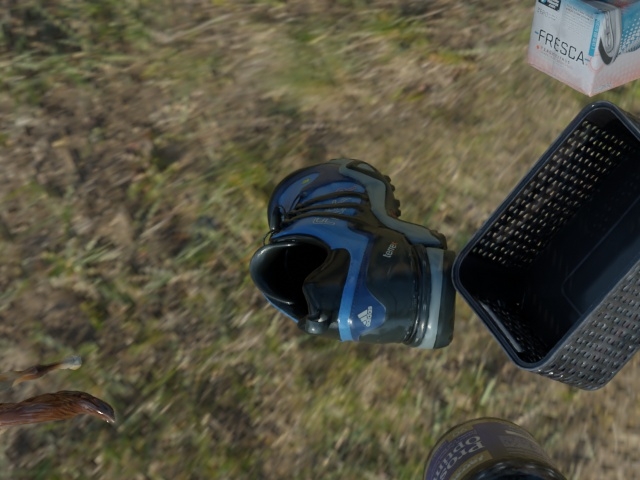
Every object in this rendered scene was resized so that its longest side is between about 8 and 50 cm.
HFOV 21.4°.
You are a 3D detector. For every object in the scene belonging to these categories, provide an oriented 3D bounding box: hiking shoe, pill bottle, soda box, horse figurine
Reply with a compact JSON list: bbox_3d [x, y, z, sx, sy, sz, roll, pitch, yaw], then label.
[{"bbox_3d":[0.000,0.000,1.370,0.132,0.304,0.113,0,104,-21],"label":"hiking shoe"},{"bbox_3d":[0.163,0.238,1.494,0.123,0.219,0.122,-1,97,-4],"label":"pill bottle"},{"bbox_3d":[0.221,-0.154,1.122,0.058,0.183,0.063,33,132,37],"label":"soda box"},{"bbox_3d":[-0.291,0.147,1.317,0.263,0.174,0.066,-17,90,31],"label":"horse figurine"}]

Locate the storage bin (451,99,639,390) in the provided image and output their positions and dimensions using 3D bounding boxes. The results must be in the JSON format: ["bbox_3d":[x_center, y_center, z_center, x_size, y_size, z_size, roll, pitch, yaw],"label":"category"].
[{"bbox_3d":[0.198,0.005,1.221,0.180,0.084,0.122,-50,49,17],"label":"storage bin"}]
